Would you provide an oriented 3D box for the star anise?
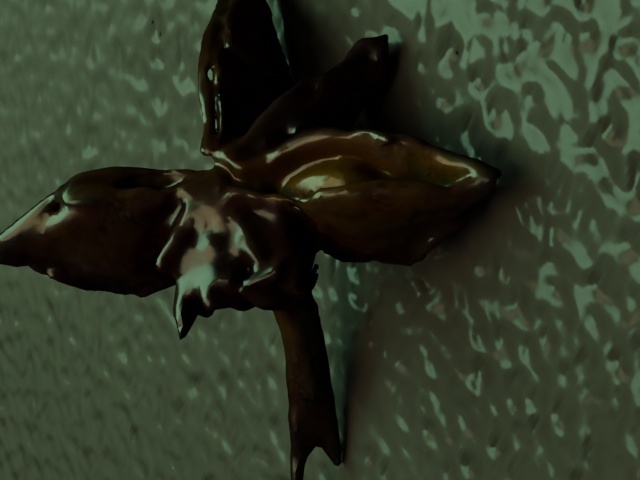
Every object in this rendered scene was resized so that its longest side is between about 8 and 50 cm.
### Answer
[{"bbox_3d":[-0.009,0.005,0.623,0.158,0.144,0.140,33,77,38],"label":"star anise"}]
